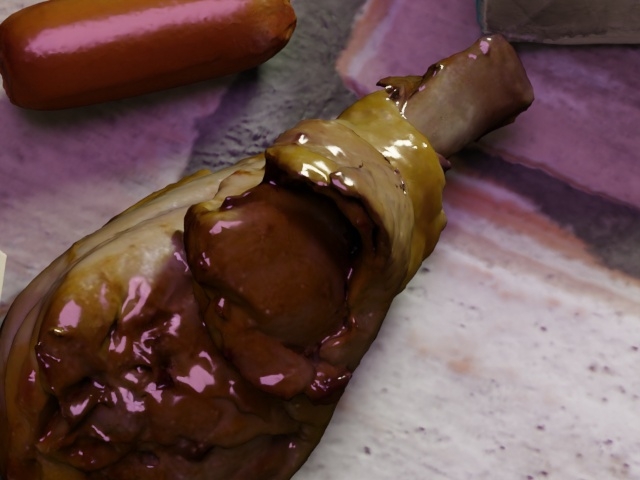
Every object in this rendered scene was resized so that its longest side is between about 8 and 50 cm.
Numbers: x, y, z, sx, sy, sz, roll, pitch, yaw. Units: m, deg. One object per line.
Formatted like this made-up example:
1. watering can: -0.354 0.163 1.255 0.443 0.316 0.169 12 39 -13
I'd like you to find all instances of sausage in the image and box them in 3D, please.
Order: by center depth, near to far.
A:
1. sausage: -0.113 -0.133 1.170 0.198 0.076 0.076 -13 61 -5

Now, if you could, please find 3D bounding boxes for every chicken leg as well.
1. chicken leg: 0.000 0.000 0.998 0.409 0.295 0.182 -38 83 -29

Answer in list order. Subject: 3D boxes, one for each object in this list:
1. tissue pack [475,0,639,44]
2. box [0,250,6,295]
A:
1. tissue pack: 0.196 -0.267 1.190 0.201 0.124 0.271 1 66 3
2. box: -0.282 0.089 0.985 0.212 0.095 0.168 -22 55 36
